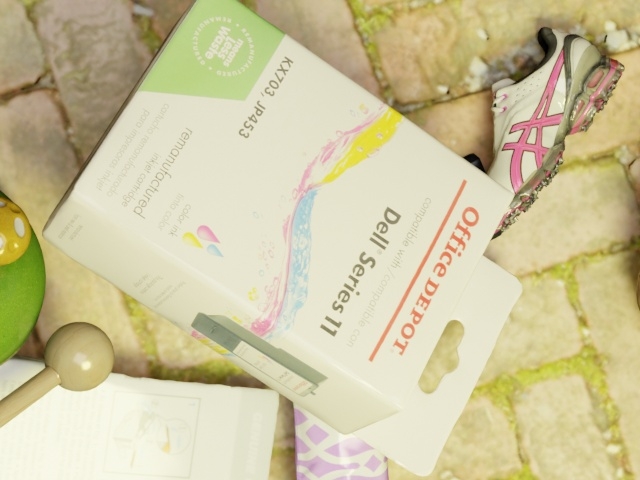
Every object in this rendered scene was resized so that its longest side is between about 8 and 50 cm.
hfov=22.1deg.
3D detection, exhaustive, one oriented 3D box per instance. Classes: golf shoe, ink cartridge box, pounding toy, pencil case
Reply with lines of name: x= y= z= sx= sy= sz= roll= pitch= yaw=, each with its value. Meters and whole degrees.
golf shoe: x=0.166 y=-0.088 z=1.338 sx=0.086 sy=0.067 sz=0.186 roll=34 pitch=78 yaw=7
ink cartridge box: x=0.000 y=0.000 z=1.219 sx=0.353 sy=0.119 sz=0.207 roll=34 pitch=65 yaw=-10
ink cartridge box: x=-0.243 y=0.241 z=1.287 sx=0.385 sy=0.091 sz=0.308 roll=8 pitch=92 yaw=-22
pounding toy: x=-0.265 y=0.023 z=1.189 sx=0.183 sy=0.110 sz=0.237 roll=-28 pitch=76 yaw=-34
pencil case: x=0.011 y=0.169 z=1.315 sx=0.088 sy=0.086 sz=0.206 roll=-2 pitch=92 yaw=0

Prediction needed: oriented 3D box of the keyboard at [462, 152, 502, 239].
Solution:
keyboard: x=0.054 y=-0.010 z=1.334 sx=0.192 sy=0.038 sz=0.100 roll=-26 pitch=98 yaw=-8

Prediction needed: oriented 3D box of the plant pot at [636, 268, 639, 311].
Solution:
plant pot: x=0.381 y=0.048 z=1.299 sx=0.237 sy=0.110 sz=0.237 roll=-7 pitch=133 yaw=-8
